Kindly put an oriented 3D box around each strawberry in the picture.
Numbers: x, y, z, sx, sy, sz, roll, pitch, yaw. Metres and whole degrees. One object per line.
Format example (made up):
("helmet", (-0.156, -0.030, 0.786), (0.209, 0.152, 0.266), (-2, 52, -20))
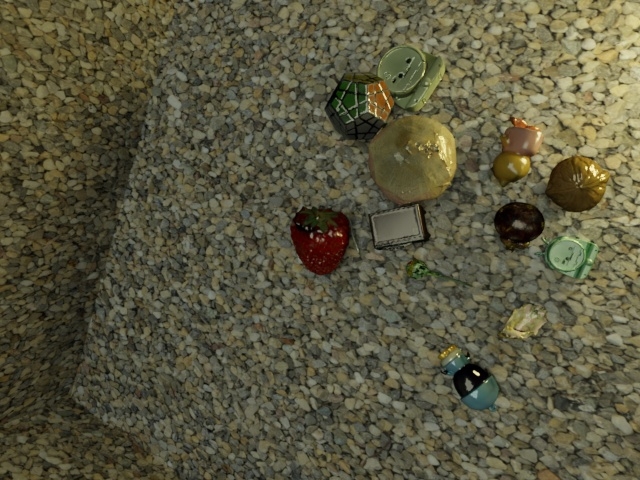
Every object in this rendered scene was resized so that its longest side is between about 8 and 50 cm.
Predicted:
("strawberry", (-0.003, -0.014, 1.994), (0.292, 0.292, 0.309), (33, 146, 18))

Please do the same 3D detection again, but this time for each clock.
("clock", (1.011, 0.060, 1.692), (0.211, 0.066, 0.159), (20, 97, 21))
("clock", (0.383, -0.774, 1.895), (0.324, 0.109, 0.265), (35, 104, 18))

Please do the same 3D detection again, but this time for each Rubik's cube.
("Rubik's cube", (0.177, -0.620, 1.887), (0.264, 0.319, 0.318), (29, 103, -11))

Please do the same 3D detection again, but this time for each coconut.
("coconut", (0.396, -0.346, 1.765), (0.405, 0.405, 0.403), (0, 91, 21))

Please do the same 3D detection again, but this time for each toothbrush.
("toothbrush", (0.164, -0.034, 2.045), (0.022, 0.017, 0.203), (-20, 83, 10))

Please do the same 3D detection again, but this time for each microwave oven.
("microwave oven", (0.364, -0.053, 1.880), (0.248, 0.178, 0.187), (-13, 86, 21))

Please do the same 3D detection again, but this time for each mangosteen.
("mangosteen", (0.826, -0.052, 1.716), (0.192, 0.192, 0.217), (17, 129, 20))

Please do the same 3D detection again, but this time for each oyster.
("oyster", (0.875, 0.361, 1.755), (0.133, 0.072, 0.209), (34, 83, 24))

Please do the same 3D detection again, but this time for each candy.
("candy", (0.543, 0.167, 1.877), (0.306, 0.083, 0.091), (19, 61, 12))

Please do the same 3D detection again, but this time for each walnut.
("walnut", (1.006, -0.220, 1.605), (0.228, 0.228, 0.227), (0, 91, 21))

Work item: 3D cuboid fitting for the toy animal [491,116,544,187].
("toy animal", (0.819, -0.356, 1.709), (0.196, 0.169, 0.281), (20, 103, -15))

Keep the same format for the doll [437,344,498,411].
("doll", (0.658, 0.616, 1.804), (0.177, 0.141, 0.314), (-32, 65, -11))
